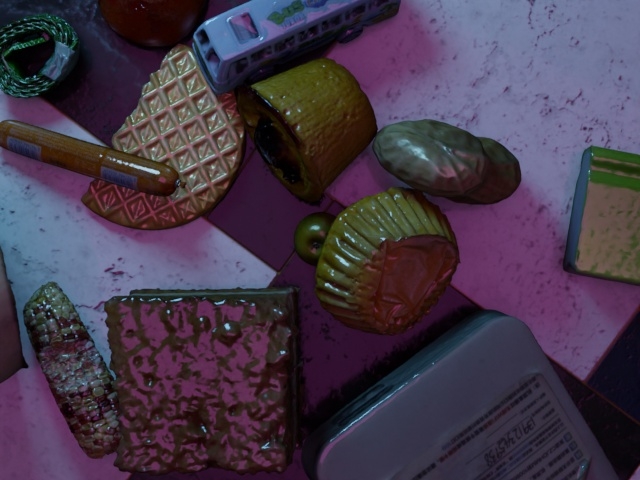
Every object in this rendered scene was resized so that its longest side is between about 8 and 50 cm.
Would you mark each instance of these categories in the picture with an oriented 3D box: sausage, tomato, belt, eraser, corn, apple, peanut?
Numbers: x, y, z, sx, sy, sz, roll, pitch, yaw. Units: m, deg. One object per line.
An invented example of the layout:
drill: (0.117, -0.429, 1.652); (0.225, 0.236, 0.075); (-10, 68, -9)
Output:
sausage: (-0.367, -0.129, 1.604); (0.347, 0.053, 0.053); (17, 89, 15)
tomato: (-0.268, -0.407, 1.618); (0.173, 0.099, 0.189); (12, 87, 2)
belt: (-0.451, -0.295, 1.631); (0.151, 0.079, 0.121); (-31, 99, 10)
eraser: (0.538, -0.023, 1.619); (0.274, 0.092, 0.210); (9, 88, 1)
corn: (-0.382, 0.202, 1.609); (0.098, 0.098, 0.290); (-25, 89, -1)
apple: (0.000, 0.000, 1.624); (0.089, 0.074, 0.090); (4, 108, 13)
peanut: (0.197, -0.120, 1.561); (0.196, 0.233, 0.110); (29, 101, 43)

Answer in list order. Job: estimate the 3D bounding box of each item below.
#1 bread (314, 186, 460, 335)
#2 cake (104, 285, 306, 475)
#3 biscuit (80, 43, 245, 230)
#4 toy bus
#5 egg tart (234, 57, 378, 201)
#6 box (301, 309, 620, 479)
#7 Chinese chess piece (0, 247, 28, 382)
bread: (0.107, 0.044, 1.563); (0.240, 0.139, 0.240); (-12, 124, -19)
cake: (-0.161, 0.195, 1.513); (0.282, 0.290, 0.256); (0, 88, 1)
biscuit: (-0.229, -0.143, 1.643); (0.204, 0.040, 0.309); (31, 89, 0)
toy bus: (-0.037, -0.343, 1.594); (0.329, 0.136, 0.109); (-26, 87, -6)
egg tart: (-0.023, -0.175, 1.574); (0.171, 0.215, 0.215); (-36, 89, -16)
box: (0.222, 0.357, 1.552); (0.396, 0.111, 0.397); (-34, 102, -10)
Chinese chess piece: (-0.530, 0.055, 1.494); (0.140, 0.338, 0.338); (-14, 89, -19)
